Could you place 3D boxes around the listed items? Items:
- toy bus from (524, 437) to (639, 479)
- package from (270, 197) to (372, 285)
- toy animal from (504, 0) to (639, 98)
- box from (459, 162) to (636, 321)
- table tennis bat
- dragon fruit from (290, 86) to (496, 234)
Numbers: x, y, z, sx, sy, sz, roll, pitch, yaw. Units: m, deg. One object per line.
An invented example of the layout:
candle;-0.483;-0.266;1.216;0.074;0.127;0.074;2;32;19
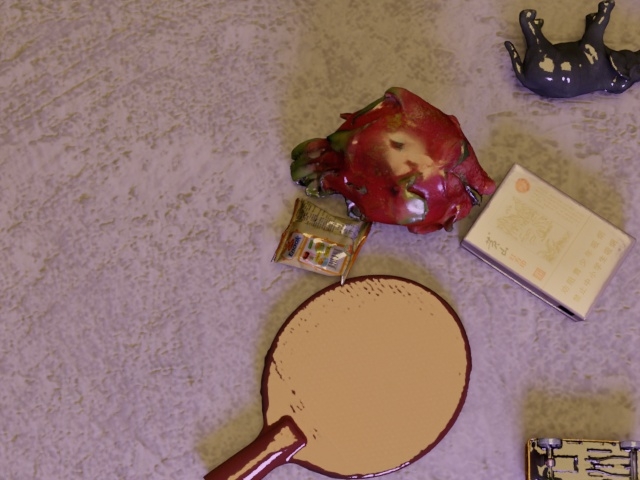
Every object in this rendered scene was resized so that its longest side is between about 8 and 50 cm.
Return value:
toy bus;0.356;0.301;1.241;0.162;0.074;0.070;2;73;5
package;0.002;0.001;1.320;0.120;0.031;0.108;18;68;11
toy animal;0.396;-0.268;1.332;0.269;0.082;0.137;2;84;-1
box;0.315;0.003;1.300;0.201;0.058;0.141;33;84;7
table tennis bat;0.020;0.219;1.284;0.414;0.051;0.268;-38;80;-5
dragon fruit;0.093;-0.090;1.277;0.200;0.269;0.198;47;50;-19
